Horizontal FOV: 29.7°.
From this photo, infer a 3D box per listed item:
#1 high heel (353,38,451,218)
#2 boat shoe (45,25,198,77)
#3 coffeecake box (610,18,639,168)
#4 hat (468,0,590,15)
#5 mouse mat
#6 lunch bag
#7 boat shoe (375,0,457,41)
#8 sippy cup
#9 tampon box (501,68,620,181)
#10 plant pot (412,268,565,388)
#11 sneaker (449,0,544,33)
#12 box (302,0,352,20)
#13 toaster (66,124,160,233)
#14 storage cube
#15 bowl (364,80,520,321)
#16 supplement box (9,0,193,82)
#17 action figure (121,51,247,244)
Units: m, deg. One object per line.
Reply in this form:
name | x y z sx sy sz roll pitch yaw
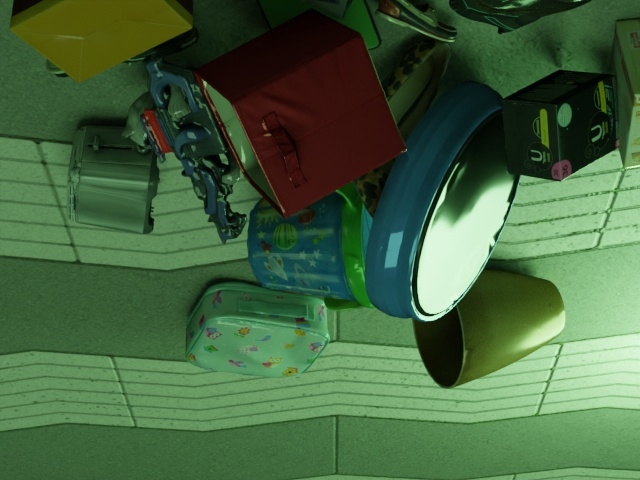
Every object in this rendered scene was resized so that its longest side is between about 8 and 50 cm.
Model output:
high heel | 0.123 -0.171 1.779 0.093 0.261 0.186 23 143 -24
boat shoe | -0.289 -0.278 1.748 0.233 0.084 0.079 -17 145 17
coffeecake box | 0.484 -0.221 1.825 0.068 0.142 0.185 -7 148 5
hat | 0.334 -0.376 1.494 0.331 0.134 0.331 -14 139 -13
mouse mat | -0.004 -0.326 1.760 0.153 0.007 0.189 -9 147 13
lunch bag | -0.124 0.182 2.474 0.279 0.108 0.224 9 142 -20
boat shoe | 0.143 -0.323 1.739 0.137 0.049 0.043 16 105 -26
sippy cup | 0.000 0.000 2.103 0.224 0.305 0.240 -2 -166 19
tampon box | 0.363 -0.176 1.821 0.101 0.161 0.120 13 122 43
plant pot | 0.341 0.155 2.376 0.254 0.237 0.237 -7 151 -19
sneaker | 0.202 -0.351 1.643 0.267 0.101 0.106 22 143 -32
box | -0.018 -0.382 1.524 0.159 0.044 0.233 28 161 1
toaster | -0.340 -0.098 1.999 0.146 0.129 0.227 7 149 -8
storage cube | -0.028 -0.173 1.618 0.193 0.215 0.183 -30 118 -10
bowl | 0.204 -0.052 1.877 0.077 0.391 0.391 24 157 25
supplement box | -0.275 -0.342 1.541 0.191 0.194 0.129 -20 144 26
action figure | -0.129 -0.173 1.811 0.330 0.178 0.341 -6 129 5
